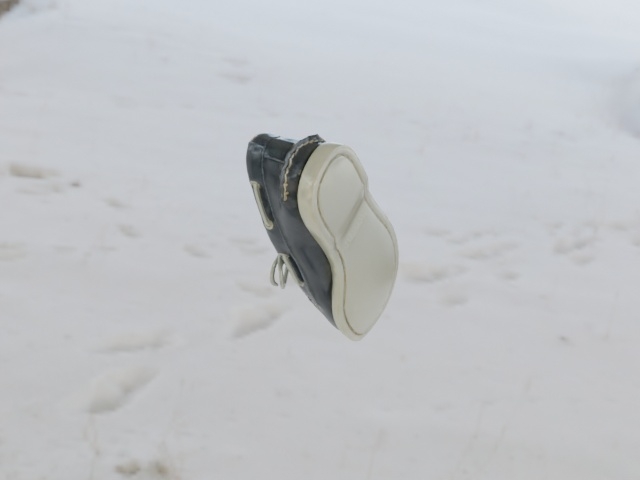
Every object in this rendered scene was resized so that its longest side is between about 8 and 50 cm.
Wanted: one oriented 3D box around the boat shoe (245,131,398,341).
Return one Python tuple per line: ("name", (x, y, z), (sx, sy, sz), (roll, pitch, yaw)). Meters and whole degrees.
("boat shoe", (0.000, 0.000, 1.043), (0.079, 0.095, 0.254), (21, -20, 25))
